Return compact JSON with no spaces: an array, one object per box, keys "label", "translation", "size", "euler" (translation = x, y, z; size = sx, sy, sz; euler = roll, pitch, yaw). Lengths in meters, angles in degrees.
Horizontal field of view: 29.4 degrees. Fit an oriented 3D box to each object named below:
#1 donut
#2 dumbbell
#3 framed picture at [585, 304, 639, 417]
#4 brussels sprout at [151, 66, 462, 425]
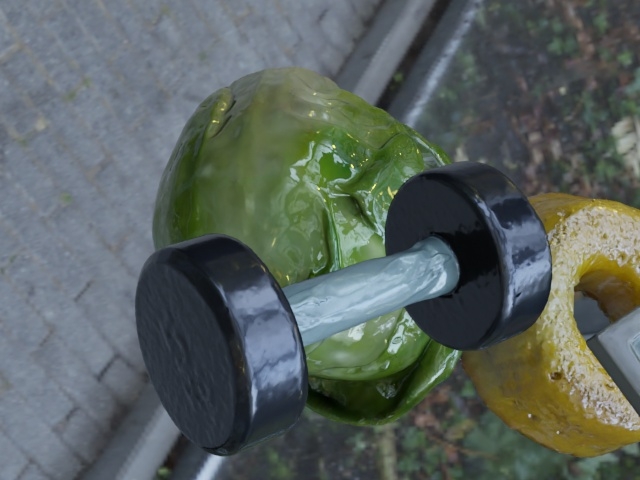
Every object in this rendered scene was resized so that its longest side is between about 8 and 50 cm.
[{"label":"donut","translation":[0.275,0.078,1.206],"size":[0.277,0.108,0.277],"euler":[5,78,-24]},{"label":"dumbbell","translation":[0.014,0.028,0.594],"size":[0.191,0.100,0.100],"euler":[-17,92,-33]},{"label":"framed picture","translation":[0.324,0.073,0.719],"size":[0.289,0.016,0.213],"euler":[-29,77,-22]},{"label":"brussels sprout","translation":[-0.001,0.001,0.964],"size":[0.259,0.227,0.294],"euler":[13,56,-59]}]
